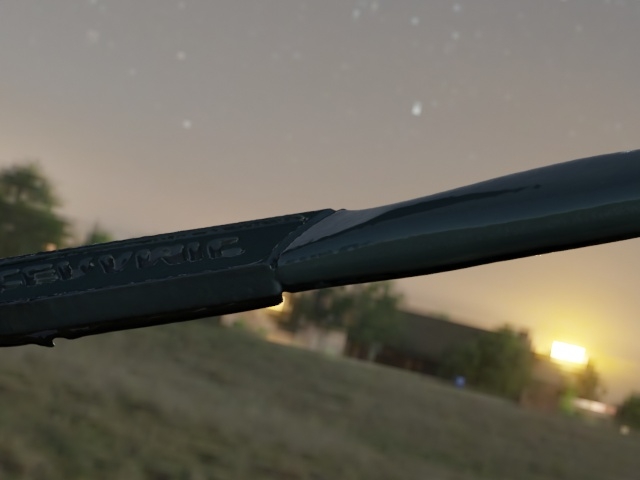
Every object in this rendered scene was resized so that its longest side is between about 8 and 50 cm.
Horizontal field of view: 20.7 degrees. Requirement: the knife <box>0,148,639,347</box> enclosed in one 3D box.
[{"bbox_3d":[0.000,0.001,0.351,0.210,0.028,0.015,-10,-54,24],"label":"knife"}]
